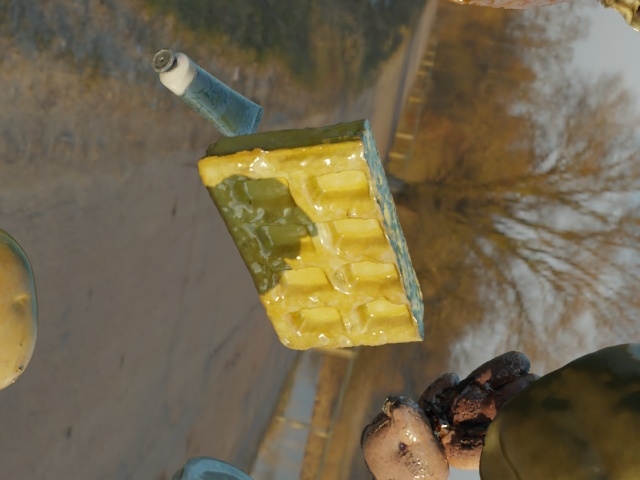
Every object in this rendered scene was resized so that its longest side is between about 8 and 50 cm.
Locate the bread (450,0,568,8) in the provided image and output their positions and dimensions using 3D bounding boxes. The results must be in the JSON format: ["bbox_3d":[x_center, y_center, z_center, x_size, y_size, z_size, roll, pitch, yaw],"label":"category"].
[{"bbox_3d":[0.232,-0.359,1.275,0.227,0.253,0.143,-5,-91,62],"label":"bread"}]

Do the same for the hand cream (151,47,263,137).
[{"bbox_3d":[-0.128,-0.169,1.299,0.194,0.042,0.067,34,67,-52],"label":"hand cream"}]

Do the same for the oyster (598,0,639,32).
[{"bbox_3d":[0.347,-0.315,1.137,0.107,0.354,0.201,-26,-128,41],"label":"oyster"}]

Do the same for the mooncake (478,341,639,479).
[{"bbox_3d":[0.398,0.315,1.373,0.201,0.378,0.379,-107,-161,-50],"label":"mooncake"}]

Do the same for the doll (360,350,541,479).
[{"bbox_3d":[0.188,0.260,1.650,0.156,0.303,0.201,50,2,-34],"label":"doll"}]

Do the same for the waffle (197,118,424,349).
[{"bbox_3d":[0.000,0.000,1.100,0.057,0.167,0.274,-75,152,-45],"label":"waffle"}]

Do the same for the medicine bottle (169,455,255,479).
[{"bbox_3d":[-0.155,0.315,0.830,0.324,0.179,0.124,-52,144,14],"label":"medicine bottle"}]

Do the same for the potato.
[{"bbox_3d":[-0.444,0.087,1.421,0.150,0.146,0.234,-27,125,-48],"label":"potato"}]
